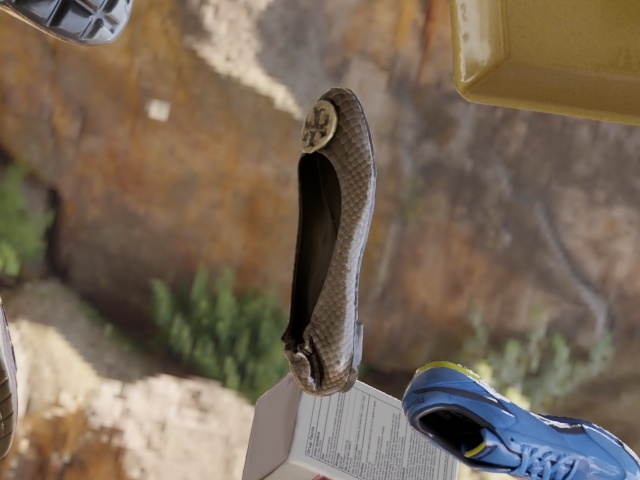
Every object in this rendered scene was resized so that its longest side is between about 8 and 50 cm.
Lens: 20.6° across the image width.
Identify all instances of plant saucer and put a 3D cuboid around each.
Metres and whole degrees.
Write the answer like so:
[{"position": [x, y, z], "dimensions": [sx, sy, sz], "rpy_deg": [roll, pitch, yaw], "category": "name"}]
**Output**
[{"position": [0.315, -0.330, 2.252], "dimensions": [0.081, 0.332, 0.333], "rpy_deg": [-26, 119, -43], "category": "plant saucer"}]

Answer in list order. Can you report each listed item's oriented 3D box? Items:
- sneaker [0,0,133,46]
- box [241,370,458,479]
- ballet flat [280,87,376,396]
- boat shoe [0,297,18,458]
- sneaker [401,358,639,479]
[{"position": [-0.241, -0.216, 1.150], "dimensions": [0.106, 0.267, 0.101], "rpy_deg": [-14, -135, 57], "category": "sneaker"}, {"position": [0.038, 0.269, 2.120], "dimensions": [0.127, 0.232, 0.149], "rpy_deg": [-43, -153, 45], "category": "box"}, {"position": [0.000, 0.000, 1.411], "dimensions": [0.084, 0.058, 0.250], "rpy_deg": [-1, -95, 64], "category": "ballet flat"}, {"position": [-0.319, 0.124, 1.697], "dimensions": [0.060, 0.064, 0.178], "rpy_deg": [-49, 137, -71], "category": "boat shoe"}, {"position": [0.160, 0.169, 1.402], "dimensions": [0.082, 0.209, 0.069], "rpy_deg": [-70, -174, -66], "category": "sneaker"}]
